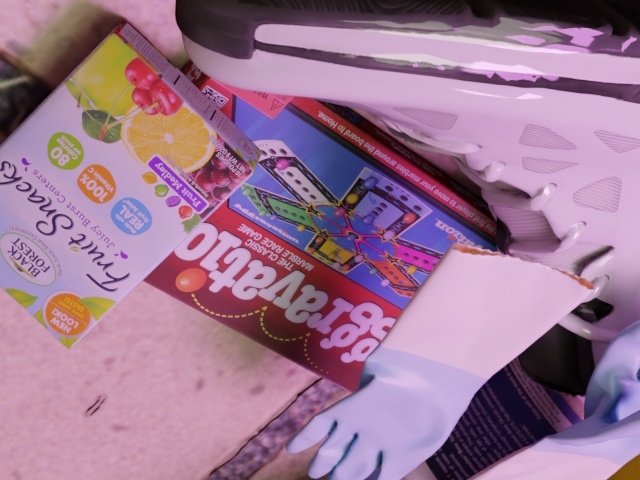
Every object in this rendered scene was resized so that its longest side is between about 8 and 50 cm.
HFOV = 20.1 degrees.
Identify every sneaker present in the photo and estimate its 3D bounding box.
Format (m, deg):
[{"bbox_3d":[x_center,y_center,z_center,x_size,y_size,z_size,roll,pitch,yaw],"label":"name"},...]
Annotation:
[{"bbox_3d":[0.117,-0.021,0.941,0.447,0.169,0.257,4,118,-28],"label":"sneaker"}]

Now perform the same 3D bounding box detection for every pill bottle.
[{"bbox_3d":[0.104,0.129,1.135,0.169,0.094,0.094,-38,132,12],"label":"pill bottle"}]

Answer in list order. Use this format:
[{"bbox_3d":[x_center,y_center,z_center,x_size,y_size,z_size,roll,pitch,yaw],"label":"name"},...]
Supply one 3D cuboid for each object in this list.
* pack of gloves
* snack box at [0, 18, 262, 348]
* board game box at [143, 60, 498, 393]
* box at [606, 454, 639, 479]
[{"bbox_3d":[0.103,0.105,0.984,0.195,0.046,0.232,15,139,-22],"label":"pack of gloves"},{"bbox_3d":[-0.114,-0.027,0.922,0.141,0.037,0.100,-43,100,16],"label":"snack box"},{"bbox_3d":[0.000,0.000,1.028,0.145,0.027,0.281,-44,131,18],"label":"board game box"},{"bbox_3d":[0.301,0.227,1.198,0.290,0.177,0.279,27,97,-37],"label":"box"}]
